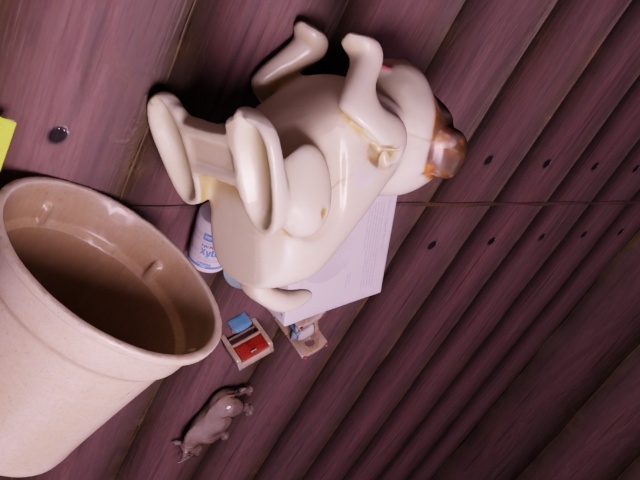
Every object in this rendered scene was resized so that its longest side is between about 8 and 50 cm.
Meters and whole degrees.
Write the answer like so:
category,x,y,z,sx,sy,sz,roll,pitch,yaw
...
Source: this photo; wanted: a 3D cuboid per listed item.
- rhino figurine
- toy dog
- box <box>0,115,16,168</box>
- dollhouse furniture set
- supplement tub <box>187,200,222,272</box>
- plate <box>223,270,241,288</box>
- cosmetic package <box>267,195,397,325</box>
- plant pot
category,x,y,z,sx,sy,sz,roll,pitch,yaw
rhino figurine,-0.251,0.421,1.727,0.243,0.073,0.106,-48,151,15
toy dog,0.029,-0.119,1.110,0.408,0.285,0.395,-30,113,-31
box,-0.436,-0.073,0.889,0.109,0.042,0.178,19,89,-54
dollhouse furniture set,-0.095,0.179,1.535,0.184,0.129,0.129,-29,146,-17
supplement tub,-0.180,-0.005,1.278,0.071,0.071,0.107,-14,140,-35
plate,-0.096,0.028,1.448,0.188,0.024,0.188,-27,146,-20
cosmetic package,0.000,0.000,1.371,0.225,0.138,0.224,-15,127,-33
plant pot,-0.358,0.137,1.029,0.305,0.334,0.334,-48,147,16
